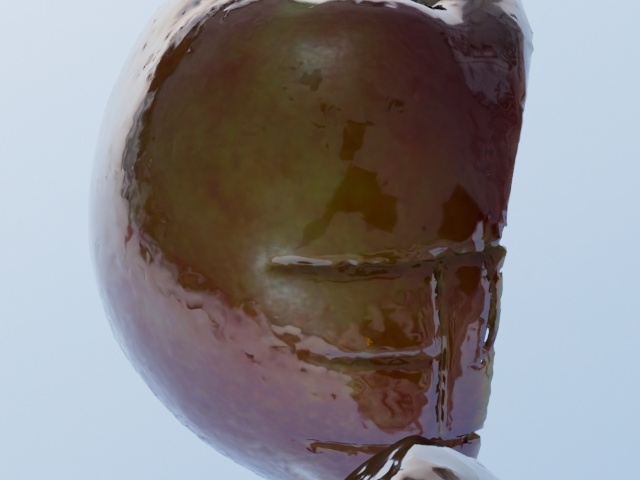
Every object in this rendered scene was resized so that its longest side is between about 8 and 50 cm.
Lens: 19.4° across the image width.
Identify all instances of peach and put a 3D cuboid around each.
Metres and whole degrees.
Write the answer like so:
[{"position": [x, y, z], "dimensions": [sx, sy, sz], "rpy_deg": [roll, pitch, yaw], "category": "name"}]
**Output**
[{"position": [0.000, 0.000, 0.941], "dimensions": [0.245, 0.274, 0.248], "rpy_deg": [4, -168, 26], "category": "peach"}]

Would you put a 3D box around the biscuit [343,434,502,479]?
[{"position": [-0.082, 0.154, 0.344], "dimensions": [0.043, 0.306, 0.284], "rpy_deg": [48, -127, -3], "category": "biscuit"}]
